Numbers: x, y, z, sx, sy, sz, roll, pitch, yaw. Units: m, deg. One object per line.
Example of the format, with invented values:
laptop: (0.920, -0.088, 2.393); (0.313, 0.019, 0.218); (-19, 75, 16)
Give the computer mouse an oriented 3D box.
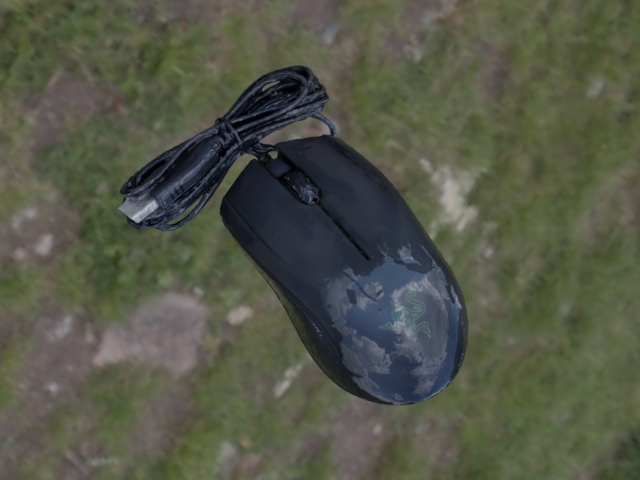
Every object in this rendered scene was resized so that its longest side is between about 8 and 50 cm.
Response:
computer mouse: (0.000, 0.000, 1.104); (0.188, 0.272, 0.072); (-38, 166, -18)
